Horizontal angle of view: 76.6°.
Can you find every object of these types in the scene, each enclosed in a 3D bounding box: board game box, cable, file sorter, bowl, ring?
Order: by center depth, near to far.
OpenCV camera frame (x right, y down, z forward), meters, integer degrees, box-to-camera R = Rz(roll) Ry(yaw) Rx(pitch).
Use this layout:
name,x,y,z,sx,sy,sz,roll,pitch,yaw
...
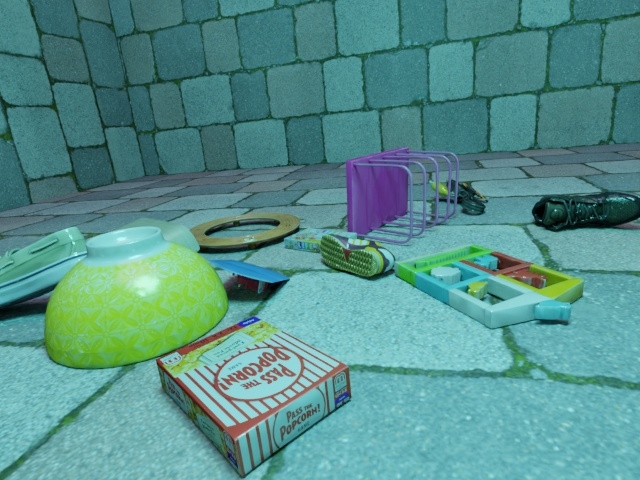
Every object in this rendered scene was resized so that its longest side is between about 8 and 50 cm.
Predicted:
name,x,y,z,sx,sy,sz,roll,pitch,yaw
board game box,-0.083,0.162,0.476,0.146,0.045,0.193,-20,22,-39
bowl,-0.312,0.066,0.680,0.289,0.156,0.289,-5,17,2
board game box,-0.139,0.072,0.784,0.133,0.033,0.168,17,1,12
board game box,0.000,0.000,1.017,0.154,0.026,0.103,7,20,36
file sorter,0.225,-0.125,1.065,0.182,0.202,0.290,12,24,38
ring,-0.223,-0.027,1.175,0.336,0.032,0.336,-5,18,2
cable,0.452,-0.127,1.286,0.139,0.072,0.287,18,25,-16

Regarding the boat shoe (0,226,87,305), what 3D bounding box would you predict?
name,x,y,z,sx,sy,sz,roll,pitch,yaw
boat shoe,-0.565,0.062,0.772,0.302,0.094,0.109,-20,-1,5

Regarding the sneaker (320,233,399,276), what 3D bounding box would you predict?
name,x,y,z,sx,sy,sz,roll,pitch,yaw
sneaker,0.077,0.028,0.848,0.083,0.070,0.185,-8,21,-38

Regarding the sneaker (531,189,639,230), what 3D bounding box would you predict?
name,x,y,z,sx,sy,sz,roll,pitch,yaw
sneaker,0.608,-0.065,0.943,0.130,0.087,0.227,-22,20,-38

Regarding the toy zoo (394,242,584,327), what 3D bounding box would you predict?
name,x,y,z,sx,sy,sz,roll,pitch,yaw
toy zoo,0.286,0.070,0.688,0.192,0.030,0.293,-12,18,-21

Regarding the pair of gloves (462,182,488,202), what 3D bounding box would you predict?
name,x,y,z,sx,sy,sz,roll,pitch,yaw
pair of gloves,0.493,-0.154,1.287,0.083,0.010,0.074,16,30,-41

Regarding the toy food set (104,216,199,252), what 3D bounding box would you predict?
name,x,y,z,sx,sy,sz,roll,pitch,yaw
toy food set,-0.461,0.039,0.971,0.306,0.092,0.219,8,33,42
